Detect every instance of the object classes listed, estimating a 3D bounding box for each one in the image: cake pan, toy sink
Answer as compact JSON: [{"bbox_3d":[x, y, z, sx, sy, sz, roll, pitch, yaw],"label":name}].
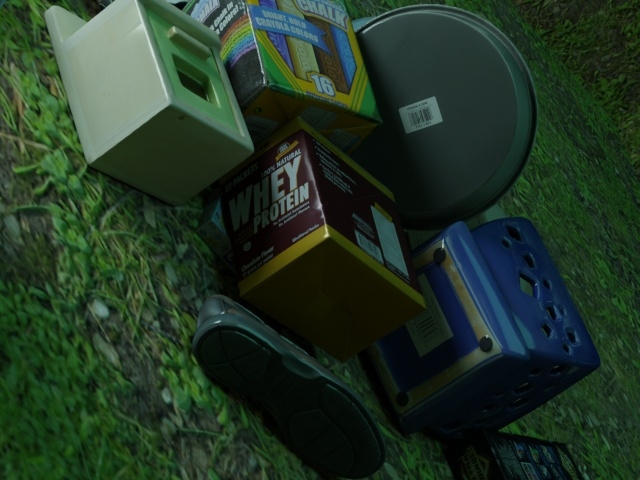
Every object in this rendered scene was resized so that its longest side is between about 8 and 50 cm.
[{"bbox_3d":[0.128,-0.160,1.751,0.293,0.293,0.054,59,10,9],"label":"cake pan"},{"bbox_3d":[-0.190,-0.183,1.541,0.152,0.131,0.234,28,34,-51],"label":"toy sink"}]

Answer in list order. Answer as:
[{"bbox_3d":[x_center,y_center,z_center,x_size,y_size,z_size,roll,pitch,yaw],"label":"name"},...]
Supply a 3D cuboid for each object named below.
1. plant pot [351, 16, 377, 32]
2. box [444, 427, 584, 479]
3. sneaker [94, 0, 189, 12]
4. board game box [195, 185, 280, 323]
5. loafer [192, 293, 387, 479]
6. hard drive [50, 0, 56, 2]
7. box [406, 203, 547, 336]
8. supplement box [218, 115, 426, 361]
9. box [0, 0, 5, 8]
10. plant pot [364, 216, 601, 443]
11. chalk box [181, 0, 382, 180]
[{"bbox_3d":[0.078,-0.133,1.906,0.290,0.290,0.195,49,59,-17],"label":"plant pot"},{"bbox_3d":[0.314,0.403,1.851,0.293,0.073,0.296,20,41,-57],"label":"box"},{"bbox_3d":[-0.226,-0.302,1.726,0.077,0.072,0.178,48,14,9],"label":"sneaker"},{"bbox_3d":[-0.080,0.014,1.635,0.154,0.026,0.103,49,22,-18],"label":"board game box"},{"bbox_3d":[-0.027,0.150,1.471,0.267,0.096,0.084,43,19,-25],"label":"loafer"},{"bbox_3d":[-0.322,-0.342,1.636,0.094,0.022,0.135,49,23,-16],"label":"hard drive"},{"bbox_3d":[0.233,0.076,2.049,0.121,0.148,0.311,43,26,-32],"label":"box"},{"bbox_3d":[0.000,0.000,1.607,0.191,0.129,0.194,36,29,-41],"label":"supplement box"},{"bbox_3d":[-0.356,-0.203,1.149,0.119,0.181,0.182,48,22,-22],"label":"box"},{"bbox_3d":[0.183,0.114,1.783,0.212,0.236,0.236,9,51,-54],"label":"plant pot"},{"bbox_3d":[-0.071,-0.225,1.716,0.179,0.180,0.289,16,47,-36],"label":"chalk box"}]
